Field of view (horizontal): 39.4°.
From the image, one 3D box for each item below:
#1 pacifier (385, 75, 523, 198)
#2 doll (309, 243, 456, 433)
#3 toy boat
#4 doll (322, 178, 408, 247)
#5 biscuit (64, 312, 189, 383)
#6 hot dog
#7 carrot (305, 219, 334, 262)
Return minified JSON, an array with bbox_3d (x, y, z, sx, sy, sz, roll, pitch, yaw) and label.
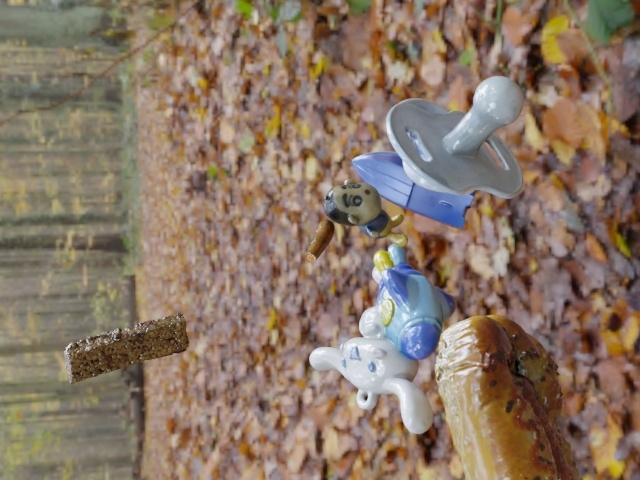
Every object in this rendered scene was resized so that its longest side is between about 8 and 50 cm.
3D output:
[{"bbox_3d":[0.249,-0.189,1.494,0.226,0.287,0.238,-47,50,38],"label":"pacifier"},{"bbox_3d":[0.153,0.193,1.948,0.376,0.187,0.366,23,88,34],"label":"doll"},{"bbox_3d":[0.208,-0.133,2.045,0.088,0.295,0.129,-48,-23,-57],"label":"toy boat"},{"bbox_3d":[0.079,-0.048,1.514,0.089,0.179,0.102,-41,44,40],"label":"doll"},{"bbox_3d":[-0.303,0.168,1.412,0.034,0.199,0.064,42,139,50],"label":"biscuit"},{"bbox_3d":[0.365,0.319,1.738,0.367,0.196,0.365,17,-129,-59],"label":"hot dog"},{"bbox_3d":[0.000,0.000,1.466,0.093,0.032,0.032,-62,-13,-47],"label":"carrot"}]
